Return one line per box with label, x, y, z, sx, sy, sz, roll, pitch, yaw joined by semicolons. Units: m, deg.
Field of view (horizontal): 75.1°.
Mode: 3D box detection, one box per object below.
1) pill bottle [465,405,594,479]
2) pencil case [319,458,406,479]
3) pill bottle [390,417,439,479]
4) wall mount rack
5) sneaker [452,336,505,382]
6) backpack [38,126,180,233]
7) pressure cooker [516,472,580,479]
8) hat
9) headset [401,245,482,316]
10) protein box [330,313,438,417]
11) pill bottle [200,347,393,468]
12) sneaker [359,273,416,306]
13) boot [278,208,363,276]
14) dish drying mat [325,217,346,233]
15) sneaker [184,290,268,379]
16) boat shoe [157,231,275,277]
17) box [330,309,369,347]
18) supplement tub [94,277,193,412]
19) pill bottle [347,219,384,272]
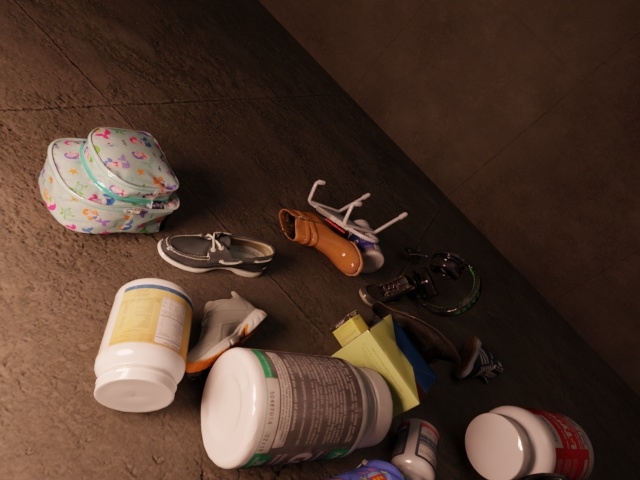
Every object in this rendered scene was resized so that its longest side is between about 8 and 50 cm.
pill bottle;0.627;0.626;1.258;0.408;0.229;0.229;21;38;-35
pencil case;0.046;0.512;0.804;0.306;0.119;0.133;11;31;-43
pill bottle;0.225;0.534;1.004;0.108;0.108;0.180;45;31;-1
wall mount rack;0.132;-0.110;1.515;0.304;0.130;0.350;11;19;-46
sneaker;0.583;0.468;1.522;0.153;0.099;0.282;50;28;11
backpack;-0.456;-0.128;0.911;0.254;0.191;0.225;-10;61;-48
pressure cooker;0.549;0.731;0.881;0.420;0.376;0.370;60;5;29
hat;0.254;0.323;1.226;0.331;0.331;0.134;39;73;-11
headset;0.466;0.147;1.667;0.185;0.243;0.394;50;1;-45
protein box;0.140;0.334;1.046;0.199;0.201;0.136;54;32;15
pill bottle;-0.034;0.333;0.839;0.361;0.204;0.204;18;40;-37
sneaker;0.232;0.163;1.442;0.222;0.118;0.083;4;50;-48
boot;0.000;0.000;1.350;0.220;0.109;0.283;13;37;-51
dish drying mat;0.053;-0.050;1.433;0.083;0.008;0.032;38;9;11
sneaker;-0.227;0.194;0.896;0.121;0.099;0.262;41;23;7
boat shoe;-0.252;0.021;1.056;0.303;0.091;0.114;9;46;-45
box;0.131;0.317;1.171;0.232;0.087;0.058;54;31;16
supplement tub;-0.310;0.183;0.743;0.144;0.144;0.199;26;36;-29
pill bottle;0.160;0.017;1.536;0.112;0.112;0.186;23;37;-32
